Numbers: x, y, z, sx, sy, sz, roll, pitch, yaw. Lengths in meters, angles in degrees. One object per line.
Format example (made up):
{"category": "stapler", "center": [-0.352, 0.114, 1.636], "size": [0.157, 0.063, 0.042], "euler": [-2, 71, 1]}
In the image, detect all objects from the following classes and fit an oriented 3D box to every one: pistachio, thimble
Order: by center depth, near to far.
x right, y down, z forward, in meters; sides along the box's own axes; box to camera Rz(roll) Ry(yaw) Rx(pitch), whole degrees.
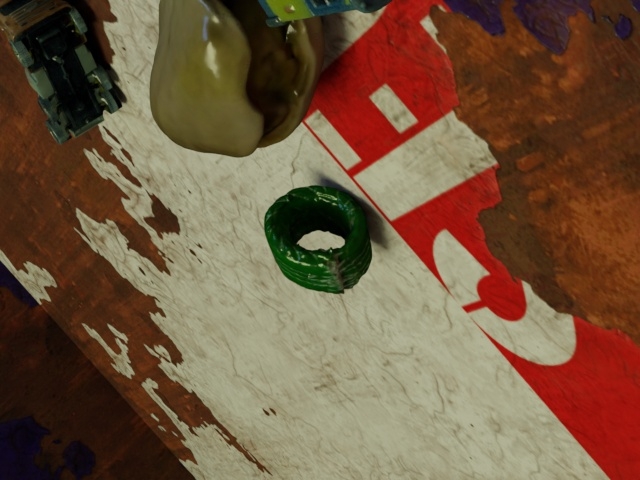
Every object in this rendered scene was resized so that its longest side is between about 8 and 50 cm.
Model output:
{"category": "pistachio", "center": [-0.096, -0.193, 1.455], "size": [0.197, 0.166, 0.288], "euler": [54, 152, 11]}
{"category": "thimble", "center": [0.000, 0.000, 1.666], "size": [0.130, 0.118, 0.090], "euler": [55, 169, 33]}

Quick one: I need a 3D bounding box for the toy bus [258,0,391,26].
{"category": "toy bus", "center": [-0.036, -0.340, 1.114], "size": [0.312, 0.152, 0.190], "euler": [56, 157, -21]}

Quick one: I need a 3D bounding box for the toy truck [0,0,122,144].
{"category": "toy truck", "center": [-0.377, -0.250, 1.949], "size": [0.140, 0.108, 0.257], "euler": [48, 165, 35]}
